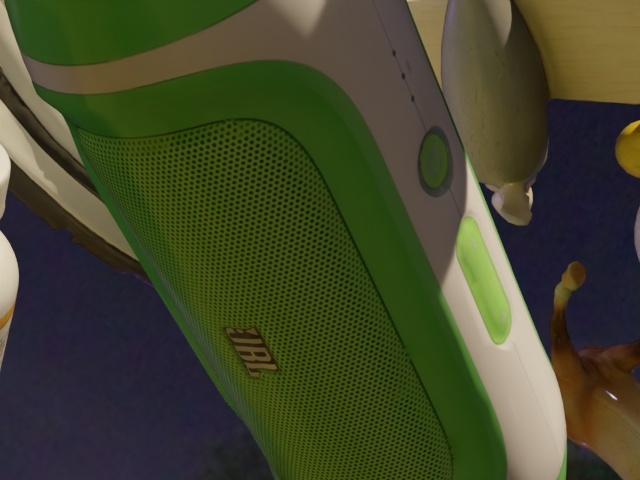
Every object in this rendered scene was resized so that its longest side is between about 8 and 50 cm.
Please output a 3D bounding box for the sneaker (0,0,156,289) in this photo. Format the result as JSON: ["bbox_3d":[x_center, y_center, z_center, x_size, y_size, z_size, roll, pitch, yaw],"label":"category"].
[{"bbox_3d":[-0.127,-0.186,0.758,0.257,0.169,0.447,-39,-76,6],"label":"sneaker"}]

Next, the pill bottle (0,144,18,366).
[{"bbox_3d":[-0.213,0.045,0.656,0.117,0.117,0.208,25,-62,12],"label":"pill bottle"}]

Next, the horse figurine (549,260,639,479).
[{"bbox_3d":[0.205,0.105,0.771,0.263,0.066,0.174,32,-34,11],"label":"horse figurine"}]

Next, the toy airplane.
[{"bbox_3d":[0.251,-0.093,0.776,0.384,0.272,0.386,30,-26,-8],"label":"toy airplane"}]

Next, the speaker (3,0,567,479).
[{"bbox_3d":[0.000,0.000,0.503,0.131,0.131,0.296,-1,-48,32],"label":"speaker"}]
